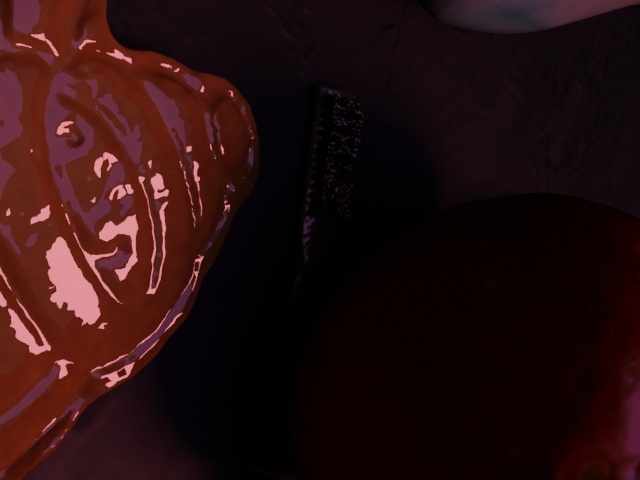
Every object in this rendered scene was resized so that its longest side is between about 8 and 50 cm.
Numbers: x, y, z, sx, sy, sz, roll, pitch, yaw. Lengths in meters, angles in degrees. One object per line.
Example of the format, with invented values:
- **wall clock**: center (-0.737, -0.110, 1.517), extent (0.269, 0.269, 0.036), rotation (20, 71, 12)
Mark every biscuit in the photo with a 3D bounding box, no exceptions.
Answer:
- **biscuit**: center (-0.193, -0.025, 0.477), extent (0.351, 0.057, 0.312), rotation (-42, 124, -24)

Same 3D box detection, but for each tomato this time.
- **tomato**: center (0.146, 0.114, 0.608), extent (0.293, 0.325, 0.290), rotation (-5, 74, -48)

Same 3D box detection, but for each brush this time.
- **brush**: center (0.000, 0.000, 0.664), extent (0.043, 0.036, 0.248), rotation (7, 94, -31)

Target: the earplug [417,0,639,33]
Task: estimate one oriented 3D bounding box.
- **earplug**: center (0.210, -0.262, 0.719), extent (0.324, 0.185, 0.185), rotation (-24, 112, -26)
